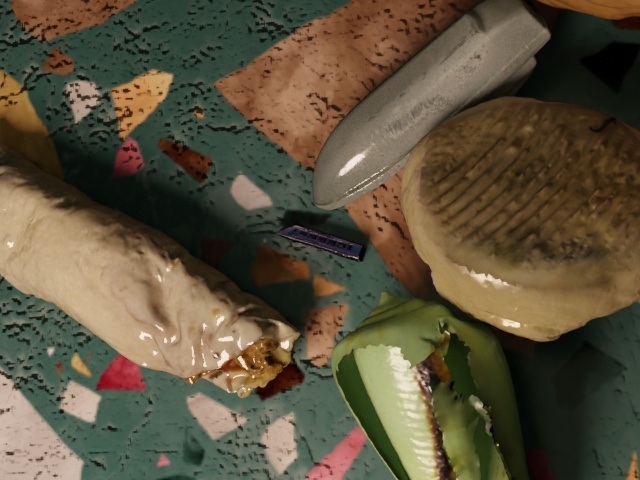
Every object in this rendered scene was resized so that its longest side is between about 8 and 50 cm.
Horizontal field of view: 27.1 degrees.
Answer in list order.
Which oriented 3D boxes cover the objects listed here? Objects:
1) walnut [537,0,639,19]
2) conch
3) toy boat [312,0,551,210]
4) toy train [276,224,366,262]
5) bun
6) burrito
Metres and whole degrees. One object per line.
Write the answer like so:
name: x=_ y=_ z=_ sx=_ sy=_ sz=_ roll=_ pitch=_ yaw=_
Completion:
walnut: x=0.261 y=-0.324 z=1.030 sx=0.306 sy=0.306 sz=0.344 roll=-60 pitch=30 yaw=-1
conch: x=0.107 y=0.155 z=1.075 sx=0.143 sy=0.137 sz=0.250 roll=-38 pitch=67 yaw=32
toy boat: x=0.092 y=-0.113 z=1.167 sx=0.260 sy=0.085 sz=0.078 roll=-40 pitch=39 yaw=15
toy train: x=0.000 y=0.000 z=1.201 sx=0.083 sy=0.017 sz=0.017 roll=18 pitch=83 yaw=17
bun: x=0.178 y=-0.013 z=1.092 sx=0.237 sy=0.116 sz=0.210 roll=19 pitch=58 yaw=21
burrito: x=-0.196 y=0.030 z=1.223 sx=0.392 sy=0.076 sz=0.117 roll=30 pitch=96 yaw=20
